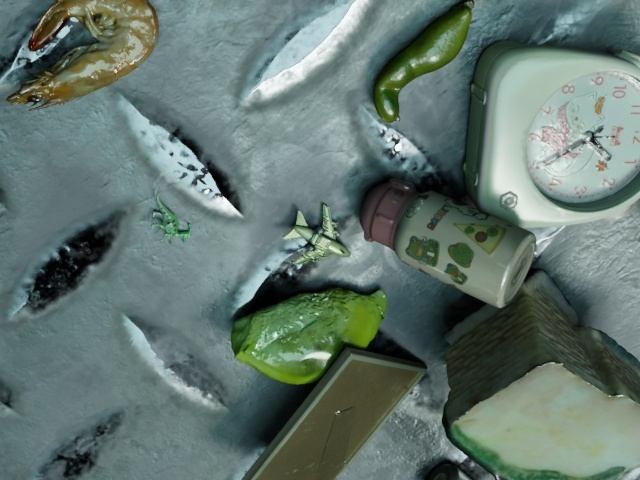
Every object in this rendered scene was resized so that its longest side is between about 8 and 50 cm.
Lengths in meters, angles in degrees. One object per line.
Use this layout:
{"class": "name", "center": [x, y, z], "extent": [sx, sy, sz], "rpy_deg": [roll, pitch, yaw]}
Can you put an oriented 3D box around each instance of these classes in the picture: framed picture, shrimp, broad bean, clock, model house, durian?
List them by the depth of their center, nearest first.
{"class": "shrimp", "center": [-0.331, -0.261, 1.231], "extent": [0.236, 0.053, 0.133], "rpy_deg": [-30, 115, 3]}
{"class": "broad bean", "center": [0.148, -0.260, 1.292], "extent": [0.070, 0.048, 0.213], "rpy_deg": [36, 104, -16]}
{"class": "clock", "center": [0.380, -0.154, 1.334], "extent": [0.324, 0.108, 0.265], "rpy_deg": [0, 112, -8]}
{"class": "model house", "center": [0.342, 0.201, 1.401], "extent": [0.298, 0.284, 0.243], "rpy_deg": [36, 123, -27]}
{"class": "durian", "center": [-0.013, 0.151, 1.420], "extent": [0.250, 0.101, 0.139], "rpy_deg": [-5, 113, -11]}
{"class": "framed picture", "center": [0.028, 0.297, 1.478], "extent": [0.211, 0.020, 0.289], "rpy_deg": [19, 113, -46]}

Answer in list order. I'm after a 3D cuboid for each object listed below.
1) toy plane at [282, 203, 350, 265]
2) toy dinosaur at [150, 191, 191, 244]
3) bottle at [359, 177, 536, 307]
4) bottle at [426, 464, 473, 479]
{"class": "toy plane", "center": [0.000, 0.000, 1.392], "extent": [0.111, 0.040, 0.102], "rpy_deg": [28, 97, -15]}
{"class": "toy dinosaur", "center": [-0.221, -0.029, 1.363], "extent": [0.062, 0.021, 0.083], "rpy_deg": [7, 116, -18]}
{"class": "bottle", "center": [0.175, -0.006, 1.321], "extent": [0.253, 0.120, 0.120], "rpy_deg": [27, 112, 23]}
{"class": "bottle", "center": [0.287, 0.493, 1.622], "extent": [0.254, 0.079, 0.096], "rpy_deg": [40, 141, -20]}
